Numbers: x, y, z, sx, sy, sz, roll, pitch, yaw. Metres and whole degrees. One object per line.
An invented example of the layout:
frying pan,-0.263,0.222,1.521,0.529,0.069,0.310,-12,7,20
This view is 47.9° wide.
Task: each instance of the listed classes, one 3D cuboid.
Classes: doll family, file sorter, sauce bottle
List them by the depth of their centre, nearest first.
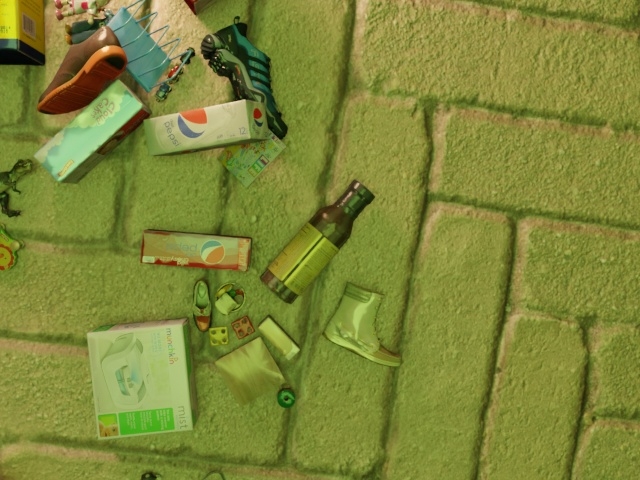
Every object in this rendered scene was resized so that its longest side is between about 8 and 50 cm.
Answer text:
file sorter,-0.403,-0.456,1.675,0.170,0.104,0.118,49,49,-34
doll family,-0.528,-0.480,1.727,0.163,0.118,0.263,-7,85,11
sauce bottle,0.000,0.000,1.780,0.111,0.111,0.344,43,90,-5

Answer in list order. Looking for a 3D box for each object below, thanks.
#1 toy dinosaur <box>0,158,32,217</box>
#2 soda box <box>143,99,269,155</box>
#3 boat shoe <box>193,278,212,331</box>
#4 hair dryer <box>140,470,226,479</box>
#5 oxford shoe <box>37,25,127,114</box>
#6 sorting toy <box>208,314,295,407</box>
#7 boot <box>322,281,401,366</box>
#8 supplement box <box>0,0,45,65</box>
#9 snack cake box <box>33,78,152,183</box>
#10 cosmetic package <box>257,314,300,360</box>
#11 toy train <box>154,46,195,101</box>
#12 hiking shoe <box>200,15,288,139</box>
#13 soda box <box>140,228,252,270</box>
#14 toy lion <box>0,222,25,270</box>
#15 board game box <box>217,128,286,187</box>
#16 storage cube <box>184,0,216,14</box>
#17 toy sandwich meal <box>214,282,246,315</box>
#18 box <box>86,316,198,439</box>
toy dinosaur,-0.801,-0.101,1.745,0.268,0.064,0.118,-25,80,-2
soda box,-0.270,-0.261,1.695,0.286,0.098,0.091,-5,94,25
boat shoe,-0.296,0.164,1.802,0.049,0.043,0.137,-1,94,-6
hair dryer,-0.351,0.730,1.811,0.224,0.080,0.293,3,93,-5
oxford shoe,-0.547,-0.378,1.633,0.271,0.097,0.098,-29,72,23
sorting toy,-0.181,0.319,1.816,0.132,0.046,0.274,-30,95,-2
boot,0.132,0.213,1.819,0.213,0.077,0.165,25,89,-2
supplement box,-0.763,-0.596,1.653,0.194,0.195,0.356,0,94,-4
snack cake box,-0.533,-0.253,1.708,0.264,0.152,0.089,-43,95,-1
cosmetic package,-0.105,0.243,1.811,0.041,0.060,0.115,-43,93,-1
toy train,-0.357,-0.408,1.770,0.027,0.036,0.158,34,91,-5
hiking shoe,-0.154,-0.390,1.749,0.132,0.113,0.304,-40,106,-21
soda box,-0.301,0.023,1.769,0.263,0.092,0.083,5,92,-4
toy lion,-0.785,0.021,1.769,0.100,0.034,0.096,43,97,-5
board game box,-0.169,-0.214,1.757,0.103,0.026,0.154,44,124,-5
storage cube,-0.277,-0.668,1.679,0.184,0.215,0.193,-36,101,-2
toy sandwich meal,-0.229,0.147,1.812,0.086,0.029,0.085,0,93,-4
box,-0.428,0.333,1.763,0.231,0.127,0.262,-4,92,-2
